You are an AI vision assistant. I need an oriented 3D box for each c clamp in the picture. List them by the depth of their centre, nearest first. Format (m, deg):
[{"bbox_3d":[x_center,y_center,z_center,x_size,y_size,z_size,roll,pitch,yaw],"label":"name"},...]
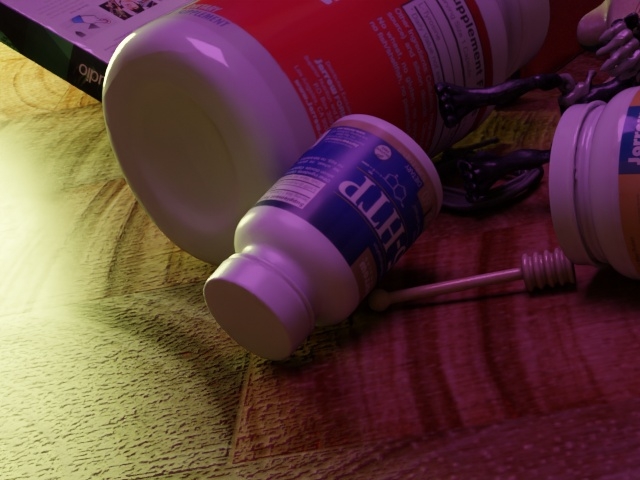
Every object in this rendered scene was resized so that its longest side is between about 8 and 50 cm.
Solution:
[{"bbox_3d":[0.145,-0.064,1.451,0.137,0.022,0.160,-21,22,-21],"label":"c clamp"}]

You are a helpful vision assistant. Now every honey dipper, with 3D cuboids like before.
[{"bbox_3d":[0.113,0.032,1.213,0.160,0.030,0.030,-10,21,11],"label":"honey dipper"}]

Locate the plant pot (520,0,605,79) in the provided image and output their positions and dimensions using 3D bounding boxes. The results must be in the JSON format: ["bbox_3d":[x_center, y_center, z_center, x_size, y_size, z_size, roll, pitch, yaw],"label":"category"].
[{"bbox_3d":[0.164,-0.325,1.811,0.267,0.236,0.267,3,25,37],"label":"plant pot"}]

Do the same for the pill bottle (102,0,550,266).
[{"bbox_3d":[0.021,-0.158,1.450,0.229,0.229,0.407,10,33,45],"label":"pill bottle"}]

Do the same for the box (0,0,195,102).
[{"bbox_3d":[-0.187,-0.223,1.798,0.322,0.058,0.232,30,38,19],"label":"box"}]

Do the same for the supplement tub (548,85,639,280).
[{"bbox_3d":[0.280,-0.042,1.143,0.199,0.144,0.144,0,24,29],"label":"supplement tub"}]

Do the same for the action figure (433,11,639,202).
[{"bbox_3d":[0.244,-0.111,1.327,0.275,0.164,0.141,-17,18,4],"label":"action figure"}]

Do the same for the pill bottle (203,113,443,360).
[{"bbox_3d":[0.000,0.000,1.216,0.112,0.112,0.187,9,47,44],"label":"pill bottle"}]

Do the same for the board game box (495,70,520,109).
[{"bbox_3d":[0.058,-0.282,1.685,0.346,0.208,0.056,20,33,30],"label":"board game box"}]

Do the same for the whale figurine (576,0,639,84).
[{"bbox_3d":[0.351,-0.184,1.535,0.216,0.141,0.272,4,51,38],"label":"whale figurine"}]
